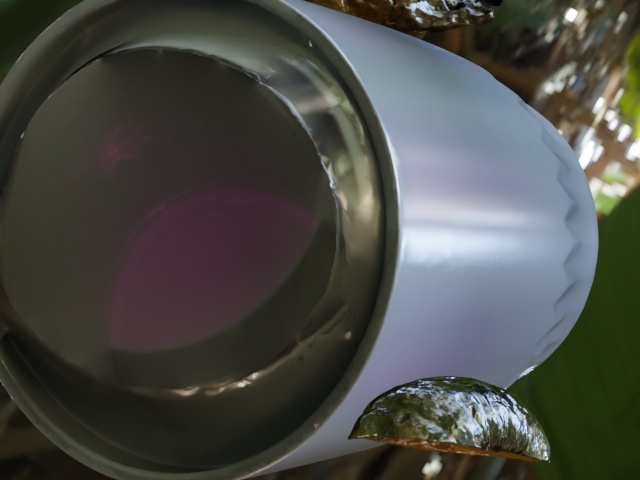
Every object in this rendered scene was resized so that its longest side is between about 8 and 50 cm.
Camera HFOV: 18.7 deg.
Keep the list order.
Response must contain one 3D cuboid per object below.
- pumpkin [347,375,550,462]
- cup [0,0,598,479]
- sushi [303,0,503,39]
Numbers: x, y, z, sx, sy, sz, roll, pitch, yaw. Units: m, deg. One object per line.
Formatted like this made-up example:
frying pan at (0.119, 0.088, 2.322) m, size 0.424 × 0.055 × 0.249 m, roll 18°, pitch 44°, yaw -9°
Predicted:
pumpkin at (0.046, 0.061, 0.674) m, size 0.050 × 0.083 × 0.028 m, roll 1°, pitch -95°, yaw 39°
cup at (0.000, 0.000, 1.087) m, size 0.253 × 0.371 × 0.253 m, roll -1°, pitch -92°, yaw 28°
sushi at (-0.021, -0.167, 1.266) m, size 0.287 × 0.140 × 0.149 m, roll 23°, pitch -54°, yaw 44°
